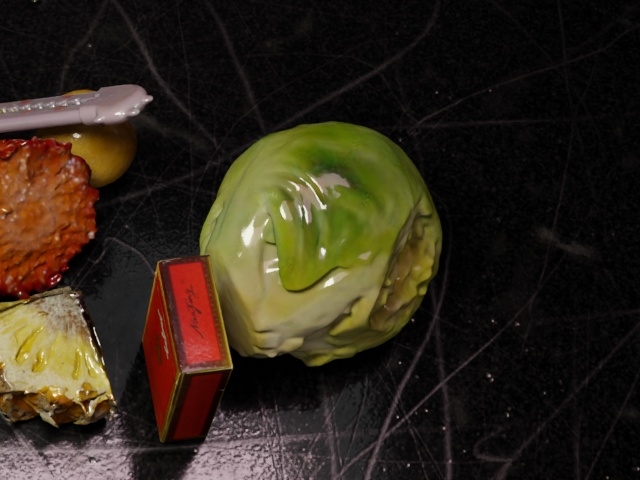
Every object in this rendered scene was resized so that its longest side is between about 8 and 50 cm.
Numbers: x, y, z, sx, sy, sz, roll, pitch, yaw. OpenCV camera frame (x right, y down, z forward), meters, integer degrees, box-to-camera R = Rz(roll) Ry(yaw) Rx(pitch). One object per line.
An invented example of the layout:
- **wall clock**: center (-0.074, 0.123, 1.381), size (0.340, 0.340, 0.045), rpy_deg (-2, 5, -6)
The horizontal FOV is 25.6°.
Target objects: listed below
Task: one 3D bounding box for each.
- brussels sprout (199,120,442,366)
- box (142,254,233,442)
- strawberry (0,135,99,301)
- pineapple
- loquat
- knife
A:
- **brussels sprout**: center (0.000, 0.000, 1.847), size (0.344, 0.268, 0.344), rpy_deg (5, 69, -13)
- **box**: center (-0.168, 0.138, 1.742), size (0.074, 0.239, 0.153), rpy_deg (-3, 63, -14)
- **strawberry**: center (-0.417, -0.046, 1.837), size (0.234, 0.233, 0.178), rpy_deg (-34, 43, -27)
- **pineapple**: center (-0.356, 0.144, 1.781), size (0.236, 0.114, 0.186), rpy_deg (27, 58, -11)
- **loquat**: center (-0.319, -0.136, 1.917), size (0.141, 0.141, 0.141), rpy_deg (6, 61, -11)
- **knife**: center (-0.392, -0.167, 1.832), size (0.399, 0.038, 0.132), rpy_deg (-2, 31, 24)
